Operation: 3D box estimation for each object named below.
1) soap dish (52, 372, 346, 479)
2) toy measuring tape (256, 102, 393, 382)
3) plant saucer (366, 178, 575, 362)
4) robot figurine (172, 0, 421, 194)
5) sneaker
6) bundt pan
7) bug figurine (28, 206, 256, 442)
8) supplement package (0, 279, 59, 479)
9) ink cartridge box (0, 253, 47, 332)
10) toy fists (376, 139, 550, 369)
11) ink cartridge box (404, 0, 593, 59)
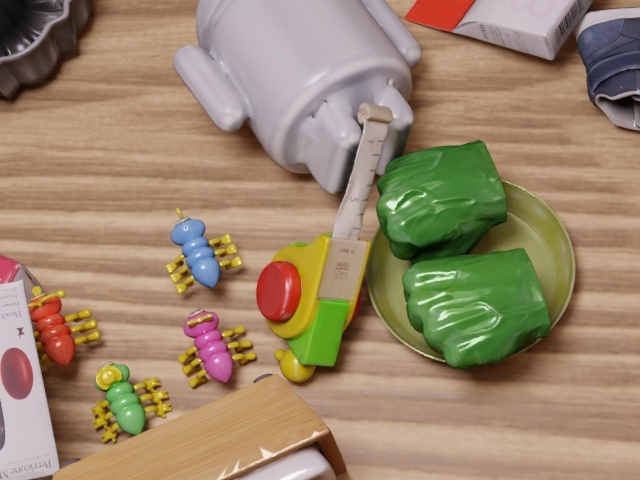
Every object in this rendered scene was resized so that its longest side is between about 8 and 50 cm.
[{"bbox_3d":[-0.122,0.253,1.212,0.290,0.229,0.118,-24,69,-3],"label":"soap dish"},{"bbox_3d":[0.000,0.000,1.342,0.121,0.121,0.330,16,99,16],"label":"toy measuring tape"},{"bbox_3d":[0.174,0.037,1.380,0.240,0.037,0.241,-3,64,7],"label":"plant saucer"},{"bbox_3d":[-0.025,-0.224,1.445,0.299,0.200,0.353,-19,61,-26],"label":"robot figurine"},{"bbox_3d":[0.430,-0.216,1.426,0.226,0.086,0.163,-11,52,14],"label":"sneaker"},{"bbox_3d":[-0.456,-0.323,1.605,0.330,0.124,0.331,-4,63,7],"label":"bundt pan"},{"bbox_3d":[-0.204,0.100,1.367,0.279,0.072,0.216,-29,78,-6],"label":"bug figurine"},{"bbox_3d":[-0.387,0.169,1.218,0.194,0.149,0.203,-11,78,-20],"label":"supplement package"},{"bbox_3d":[-0.515,0.093,1.408,0.306,0.131,0.226,20,70,18],"label":"ink cartridge box"},{"bbox_3d":[0.147,0.015,1.324,0.142,0.096,0.279,-12,62,-5],"label":"toy fists"},{"bbox_3d":[0.241,-0.338,1.512,0.232,0.066,0.189,25,70,30],"label":"ink cartridge box"}]
